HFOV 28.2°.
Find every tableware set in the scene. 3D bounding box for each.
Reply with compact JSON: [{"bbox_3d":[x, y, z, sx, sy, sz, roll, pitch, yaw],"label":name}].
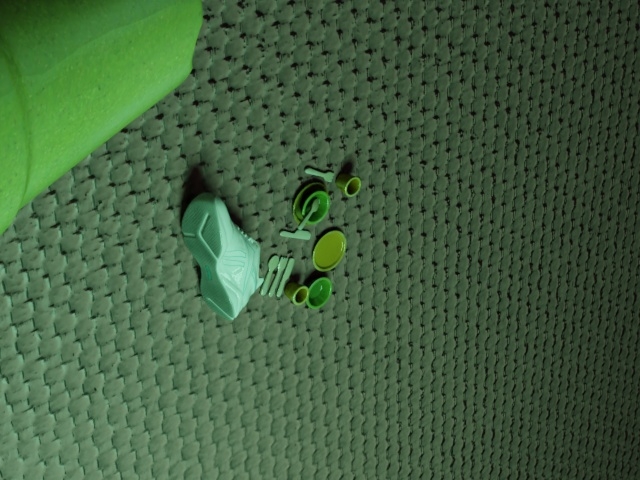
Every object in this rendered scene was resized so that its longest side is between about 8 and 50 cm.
[{"bbox_3d":[0.000,0.000,1.347,0.104,0.024,0.154,9,105,-47],"label":"tableware set"}]

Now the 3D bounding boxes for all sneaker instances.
[{"bbox_3d":[-0.093,0.006,1.244,0.061,0.054,0.152,-43,143,-31],"label":"sneaker"}]

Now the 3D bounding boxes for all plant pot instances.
[{"bbox_3d":[-0.230,-0.140,0.889,0.254,0.276,0.276,-36,135,-42],"label":"plant pot"}]
